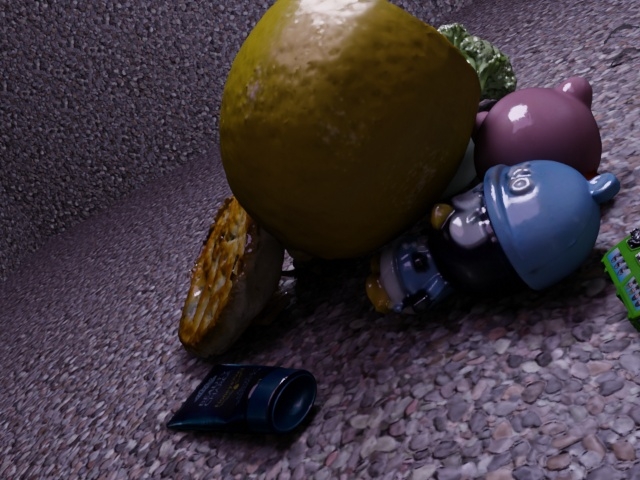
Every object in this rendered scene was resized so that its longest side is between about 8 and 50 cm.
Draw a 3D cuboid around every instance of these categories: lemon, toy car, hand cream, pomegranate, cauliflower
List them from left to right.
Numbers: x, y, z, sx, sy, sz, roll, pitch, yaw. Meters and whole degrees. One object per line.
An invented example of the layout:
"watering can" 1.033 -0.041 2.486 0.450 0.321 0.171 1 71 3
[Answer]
"hand cream" -0.111 0.210 0.818 0.270 0.061 0.120 -17 29 52
"pomegranate" -0.002 -0.006 1.034 0.148 0.148 0.169 -17 32 34
"lemon" 0.021 -0.137 0.848 0.364 0.364 0.364 -27 21 11
"cauliflower" 0.244 -0.300 1.263 0.275 0.272 0.250 -35 47 32
"toy car" 0.309 0.054 0.553 0.062 0.071 0.165 -39 16 25

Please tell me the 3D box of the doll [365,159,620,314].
"doll" 0.196 -0.002 0.735 0.314 0.141 0.177 -26 27 29

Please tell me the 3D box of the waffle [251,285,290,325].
"waffle" -0.109 0.112 1.067 0.135 0.021 0.092 -8 31 47

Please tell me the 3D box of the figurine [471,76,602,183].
"figurine" 0.292 -0.125 0.842 0.173 0.173 0.173 -27 21 11

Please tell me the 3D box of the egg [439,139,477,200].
"egg" 0.185 -0.139 1.047 0.192 0.149 0.149 -29 20 24

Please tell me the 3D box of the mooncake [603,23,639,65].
"mooncake" 0.462 -0.275 1.125 0.150 0.057 0.347 9 49 41

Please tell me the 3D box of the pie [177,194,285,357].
"pie" -0.149 0.052 1.033 0.315 0.092 0.315 -46 30 37
